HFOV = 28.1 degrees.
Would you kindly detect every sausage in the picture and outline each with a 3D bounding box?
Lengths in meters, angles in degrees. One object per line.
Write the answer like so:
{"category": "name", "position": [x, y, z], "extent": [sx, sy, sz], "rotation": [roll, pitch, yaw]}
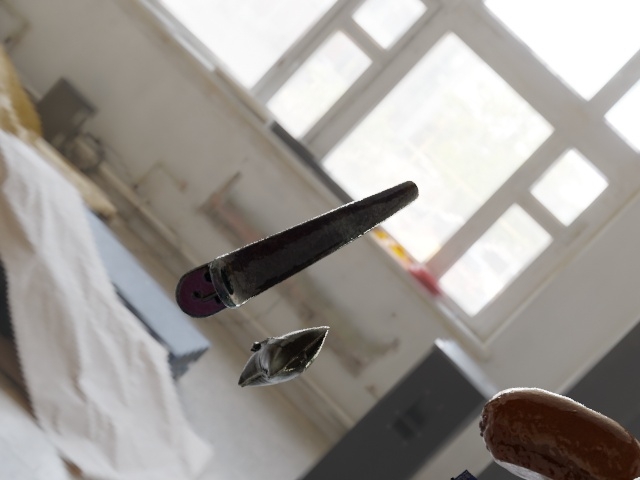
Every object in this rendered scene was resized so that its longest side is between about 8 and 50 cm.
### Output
{"category": "sausage", "position": [0.339, 0.284, 1.753], "extent": [0.258, 0.133, 0.133], "rotation": [24, -2, 29]}

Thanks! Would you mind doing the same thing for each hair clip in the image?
{"category": "hair clip", "position": [0.000, 0.000, 1.155], "extent": [0.083, 0.275, 0.048], "rotation": [-29, -94, 57]}

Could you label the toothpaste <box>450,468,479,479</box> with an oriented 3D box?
{"category": "toothpaste", "position": [0.074, 0.333, 1.284], "extent": [0.066, 0.272, 0.053], "rotation": [37, -37, 33]}

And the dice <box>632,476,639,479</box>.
{"category": "dice", "position": [0.425, 0.365, 1.417], "extent": [0.194, 0.193, 0.192], "rotation": [81, 3, -60]}

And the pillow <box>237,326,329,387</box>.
{"category": "pillow", "position": [-0.043, 0.138, 1.495], "extent": [0.135, 0.091, 0.055], "rotation": [-21, -99, 65]}
